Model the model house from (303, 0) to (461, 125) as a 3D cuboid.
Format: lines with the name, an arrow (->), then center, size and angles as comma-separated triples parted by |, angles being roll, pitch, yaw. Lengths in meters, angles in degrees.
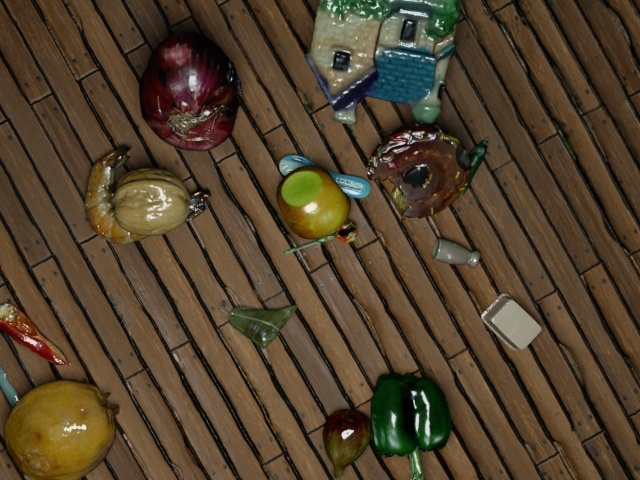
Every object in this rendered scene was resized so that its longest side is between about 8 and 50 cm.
model house -> 0.130, -0.387, 1.323 | 0.312, 0.245, 0.280 | 12, 95, 3

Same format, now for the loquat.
loquat -> -0.566, 0.417, 1.328 | 0.238, 0.193, 0.239 | 0, 82, 0

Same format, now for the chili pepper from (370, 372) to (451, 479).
chili pepper -> 0.192, 0.431, 1.358 | 0.173, 0.165, 0.261 | -3, 86, -19

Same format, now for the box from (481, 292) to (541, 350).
box -> 0.447, 0.192, 1.413 | 0.122, 0.062, 0.089 | 44, 89, 0

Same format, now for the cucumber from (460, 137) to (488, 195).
cucumber -> 0.355, -0.177, 1.428 | 0.037, 0.037, 0.155 | 28, 89, -1

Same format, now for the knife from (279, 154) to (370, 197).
knife -> 0.010, -0.148, 1.423 | 0.221, 0.031, 0.064 | 17, 86, -1

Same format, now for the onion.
onion -> -0.280, -0.325, 1.302 | 0.221, 0.281, 0.281 | 3, 89, -5

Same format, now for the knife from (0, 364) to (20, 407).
knife -> -0.744, 0.315, 1.414 | 0.028, 0.015, 0.210 | -33, 89, 6

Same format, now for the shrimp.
shrimp -> -0.403, -0.117, 1.405 | 0.290, 0.054, 0.223 | -13, 88, -2

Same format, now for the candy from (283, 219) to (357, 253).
candy -> 0.000, 0.000, 1.422 | 0.184, 0.049, 0.056 | -20, 59, 7

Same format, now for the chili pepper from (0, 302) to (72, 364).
chili pepper -> -0.684, 0.210, 1.402 | 0.268, 0.059, 0.050 | 39, 127, -3

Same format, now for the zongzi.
zongzi -> -0.149, 0.162, 1.420 | 0.154, 0.062, 0.130 | 33, 68, 15

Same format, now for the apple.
apple -> -0.012, -0.085, 1.364 | 0.147, 0.146, 0.163 | -26, 57, 9

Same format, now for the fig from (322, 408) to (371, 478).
fig -> 0.058, 0.464, 1.384 | 0.109, 0.103, 0.155 | 3, 81, 21

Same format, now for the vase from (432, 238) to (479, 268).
vase -> 0.316, 0.033, 1.417 | 0.100, 0.053, 0.053 | 16, 89, -5

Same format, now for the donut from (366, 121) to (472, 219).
donut -> 0.217, -0.165, 1.350 | 0.230, 0.096, 0.216 | 33, 118, -26

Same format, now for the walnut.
walnut -> -0.363, -0.084, 1.307 | 0.166, 0.149, 0.167 | 5, 62, -11
